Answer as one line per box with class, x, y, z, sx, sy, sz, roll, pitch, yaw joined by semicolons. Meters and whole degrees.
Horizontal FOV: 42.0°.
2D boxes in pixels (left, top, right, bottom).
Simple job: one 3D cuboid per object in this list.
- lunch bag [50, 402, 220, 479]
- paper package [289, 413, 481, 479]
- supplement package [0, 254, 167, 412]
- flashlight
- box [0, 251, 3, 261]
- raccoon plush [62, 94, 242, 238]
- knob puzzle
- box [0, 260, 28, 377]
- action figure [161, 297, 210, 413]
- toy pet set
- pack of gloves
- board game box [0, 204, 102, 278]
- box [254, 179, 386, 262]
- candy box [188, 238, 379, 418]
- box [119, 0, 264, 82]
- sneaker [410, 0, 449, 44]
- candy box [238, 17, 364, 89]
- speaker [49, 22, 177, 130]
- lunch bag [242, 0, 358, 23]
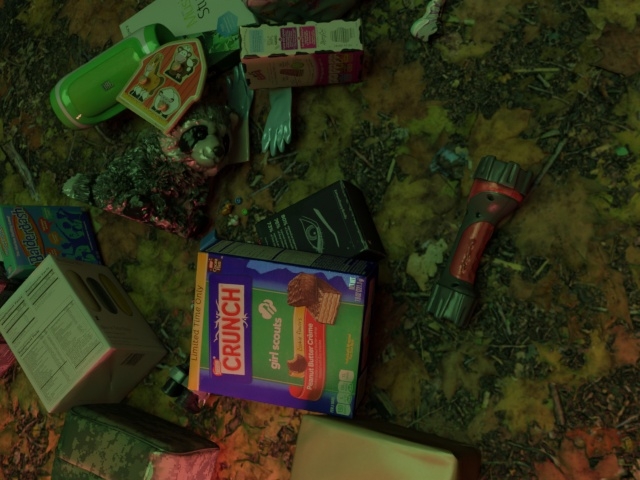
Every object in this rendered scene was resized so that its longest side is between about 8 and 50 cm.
lunch bag;-0.382;0.483;1.652;0.305;0.212;0.256;14;86;27
paper package;0.097;0.489;1.453;0.309;0.168;0.325;9;85;26
supplement package;-0.508;0.200;1.769;0.198;0.199;0.263;-46;66;11
flashlight;0.282;0.005;1.489;0.103;0.103;0.304;20;88;24
box;-0.811;0.029;2.032;0.186;0.038;0.145;-32;69;18
raccoon plush;-0.376;-0.193;1.771;0.446;0.216;0.299;17;87;27
knob puzzle;-0.305;-0.328;1.663;0.213;0.030;0.213;-10;66;22
box;-0.743;0.187;1.859;0.076;0.242;0.307;45;101;24
action figure;-0.217;0.203;1.695;0.185;0.099;0.285;32;91;33
toy pet set;-0.197;-0.017;1.737;0.114;0.065;0.122;-38;67;14
pack of gloves;-0.124;-0.278;1.772;0.195;0.046;0.232;-5;78;39
board game box;-0.602;0.001;1.842;0.047;0.210;0.160;-37;67;38
box;0.000;0.000;1.617;0.207;0.108;0.153;-25;72;19
candy box;-0.070;0.155;1.523;0.317;0.122;0.268;8;102;14
box;-0.286;-0.463;1.862;0.322;0.058;0.232;-29;70;20
sneaker;0.230;-0.426;1.628;0.069;0.038;0.098;44;110;23
candy box;-0.036;-0.362;1.627;0.233;0.159;0.071;-4;78;-1
speaker;-0.443;-0.353;1.818;0.296;0.131;0.131;-26;71;20
lunch bag;-0.027;-0.513;1.631;0.224;0.279;0.108;-38;66;26
